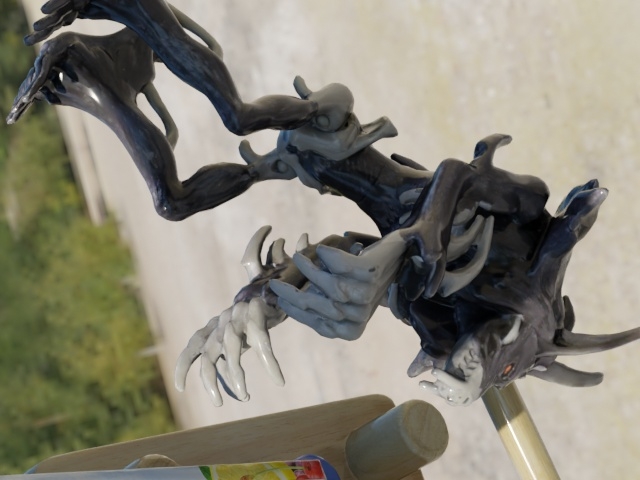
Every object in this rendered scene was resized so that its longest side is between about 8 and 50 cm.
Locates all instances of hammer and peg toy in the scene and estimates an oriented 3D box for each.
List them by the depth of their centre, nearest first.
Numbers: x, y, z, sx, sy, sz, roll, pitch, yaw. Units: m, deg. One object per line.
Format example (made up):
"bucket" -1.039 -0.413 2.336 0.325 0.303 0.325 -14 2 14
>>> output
"hammer and peg toy" 0.022 0.205 1.008 0.127 0.361 0.266 -35 70 44

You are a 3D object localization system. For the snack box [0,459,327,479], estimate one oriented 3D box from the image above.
"snack box" -0.116 0.157 0.755 0.174 0.207 0.070 -43 57 40

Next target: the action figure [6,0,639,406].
"action figure" 0.000 0.000 0.748 0.276 0.141 0.164 35 145 -3
